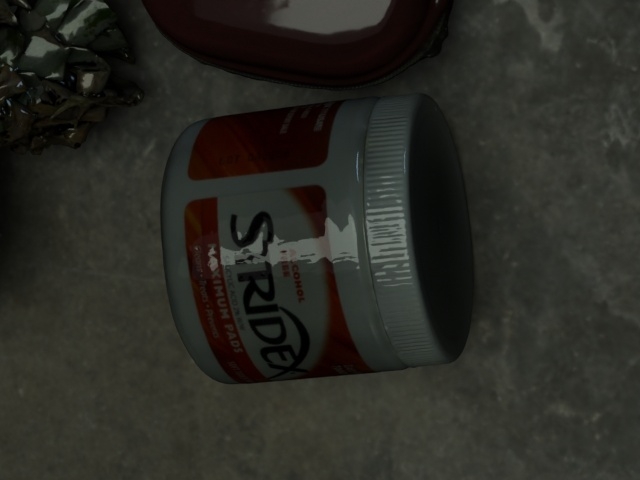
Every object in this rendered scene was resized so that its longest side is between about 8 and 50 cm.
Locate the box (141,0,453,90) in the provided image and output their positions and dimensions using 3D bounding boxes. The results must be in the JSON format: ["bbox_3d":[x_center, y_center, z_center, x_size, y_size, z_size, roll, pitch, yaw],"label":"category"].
[{"bbox_3d":[-0.005,-0.317,1.339,0.263,0.108,0.404,11,98,15],"label":"box"}]

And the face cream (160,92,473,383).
[{"bbox_3d":[0.000,0.000,1.321,0.187,0.201,0.201,-6,94,17],"label":"face cream"}]

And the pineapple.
[{"bbox_3d":[-0.270,-0.099,1.410,0.271,0.262,0.262,-40,83,-7],"label":"pineapple"}]
